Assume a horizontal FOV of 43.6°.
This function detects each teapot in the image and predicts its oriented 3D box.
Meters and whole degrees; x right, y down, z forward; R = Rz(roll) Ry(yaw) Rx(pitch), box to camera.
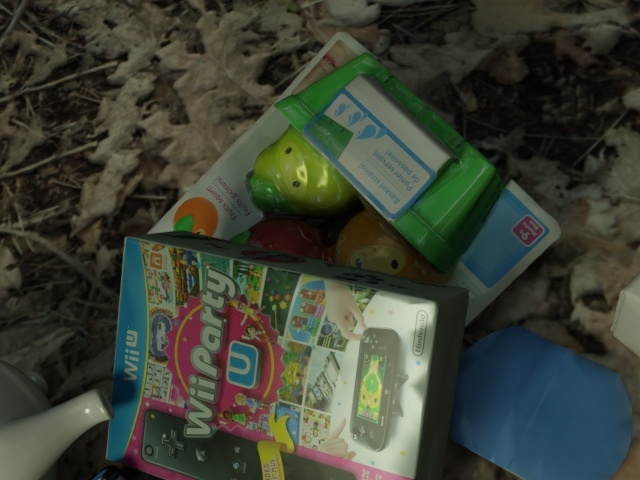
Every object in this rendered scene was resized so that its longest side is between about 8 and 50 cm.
[{"bbox_3d":[-0.348,0.194,0.776,0.256,0.252,0.187,33,46,12],"label":"teapot"}]

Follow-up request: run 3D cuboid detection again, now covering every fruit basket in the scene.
[{"bbox_3d":[0.000,0.000,0.810,0.353,0.165,0.327,-42,68,0],"label":"fruit basket"}]

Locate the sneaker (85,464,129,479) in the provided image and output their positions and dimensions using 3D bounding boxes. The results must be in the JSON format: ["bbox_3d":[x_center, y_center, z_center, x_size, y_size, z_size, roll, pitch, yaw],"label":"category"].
[{"bbox_3d":[-0.149,0.257,0.729,0.217,0.079,0.121,-16,102,7],"label":"sneaker"}]

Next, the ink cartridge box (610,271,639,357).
[{"bbox_3d":[0.431,0.036,0.708,0.273,0.114,0.198,-41,61,-9],"label":"ink cartridge box"}]

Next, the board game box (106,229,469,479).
[{"bbox_3d":[-0.038,0.125,0.722,0.304,0.097,0.223,11,99,25],"label":"board game box"}]

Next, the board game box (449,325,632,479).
[{"bbox_3d":[0.202,0.161,0.750,0.169,0.033,0.133,26,66,20],"label":"board game box"}]
